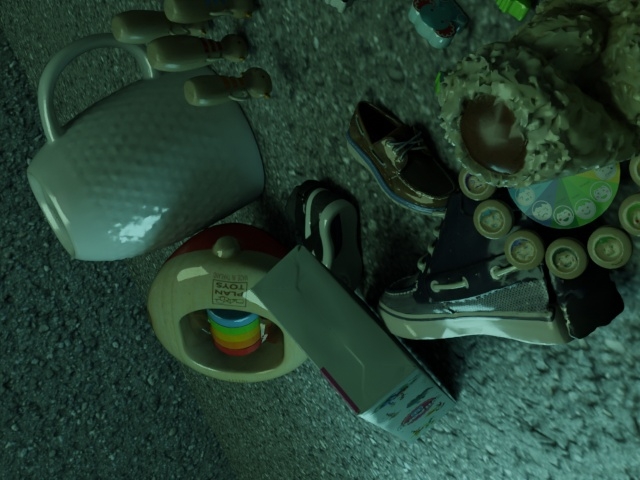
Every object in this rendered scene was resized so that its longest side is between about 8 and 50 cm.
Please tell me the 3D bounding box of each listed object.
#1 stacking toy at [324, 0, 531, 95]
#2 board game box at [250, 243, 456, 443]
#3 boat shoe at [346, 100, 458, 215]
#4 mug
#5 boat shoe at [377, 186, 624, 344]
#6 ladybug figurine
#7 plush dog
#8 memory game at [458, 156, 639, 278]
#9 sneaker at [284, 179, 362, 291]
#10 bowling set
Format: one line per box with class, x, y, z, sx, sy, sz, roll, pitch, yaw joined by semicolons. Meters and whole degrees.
stacking toy;0.087;-0.237;0.772;0.221;0.052;0.167;52;157;15
board game box;0.056;0.151;1.108;0.224;0.097;0.303;48;-179;27
boat shoe;0.088;-0.097;0.924;0.183;0.066;0.066;42;151;36
mug;-0.320;-0.158;1.355;0.276;0.328;0.374;22;137;55
boat shoe;0.159;0.015;0.871;0.340;0.127;0.158;-8;104;58
ladybug figurine;-0.149;0.109;1.457;0.449;0.305;0.161;100;176;-57
plush dog;0.206;-0.169;0.504;0.262;0.211;0.225;-13;93;38
memory game;0.202;-0.057;0.685;0.186;0.012;0.186;11;110;31
sneaker;0.000;0.000;1.228;0.121;0.079;0.216;45;145;38
bowling set;-0.158;-0.321;1.110;0.287;0.154;0.199;45;135;35
